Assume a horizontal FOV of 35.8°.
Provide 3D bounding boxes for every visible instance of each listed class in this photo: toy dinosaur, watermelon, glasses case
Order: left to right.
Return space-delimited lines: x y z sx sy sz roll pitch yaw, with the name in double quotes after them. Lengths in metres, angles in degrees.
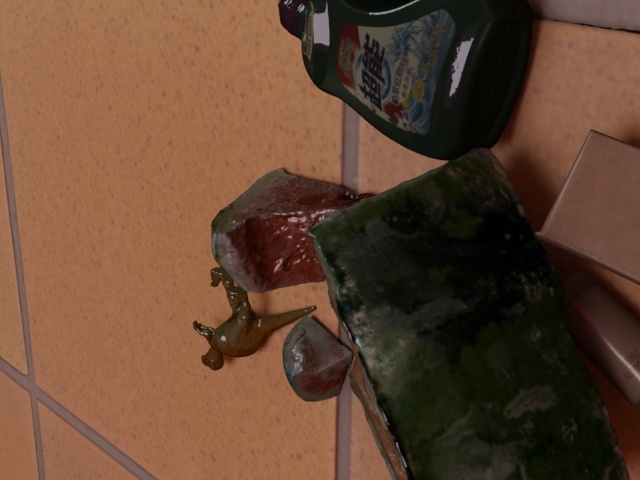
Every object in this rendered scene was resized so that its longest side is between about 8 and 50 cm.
-0.070 0.099 1.006 0.162 0.039 0.126 18 124 33 "toy dinosaur"
-0.008 -0.009 0.885 0.158 0.121 0.098 -13 116 7 "watermelon"
-0.001 0.112 0.913 0.061 0.085 0.085 -20 89 15 "watermelon"
0.100 0.087 0.695 0.302 0.151 0.264 92 155 -82 "watermelon"
0.238 -0.007 0.597 0.193 0.070 0.102 30 98 41 "glasses case"

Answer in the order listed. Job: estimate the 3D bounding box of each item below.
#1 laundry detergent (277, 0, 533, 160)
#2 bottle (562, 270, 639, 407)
0.048 -0.157 0.737 0.221 0.078 0.144 36 128 37 "laundry detergent"
0.198 0.065 0.674 0.096 0.045 0.045 49 135 26 "bottle"
